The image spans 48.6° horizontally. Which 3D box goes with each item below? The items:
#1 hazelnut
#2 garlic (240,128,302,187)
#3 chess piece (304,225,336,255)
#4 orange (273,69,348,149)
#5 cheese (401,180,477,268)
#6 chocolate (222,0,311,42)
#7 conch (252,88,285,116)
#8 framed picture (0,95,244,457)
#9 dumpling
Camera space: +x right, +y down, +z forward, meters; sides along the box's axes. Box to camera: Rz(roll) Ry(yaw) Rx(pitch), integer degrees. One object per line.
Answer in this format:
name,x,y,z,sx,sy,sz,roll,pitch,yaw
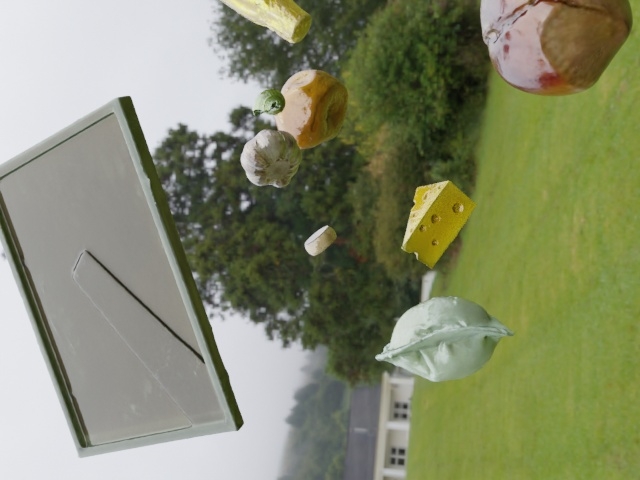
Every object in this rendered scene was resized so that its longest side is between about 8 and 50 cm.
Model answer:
hazelnut,0.539,-0.516,1.669,0.315,0.372,0.373,-21,-59,-33
garlic,-0.118,-0.197,1.668,0.159,0.147,0.102,28,-153,-52
chess piece,0.000,0.000,1.731,0.038,0.083,0.084,49,-159,-8
orange,-0.040,-0.375,2.063,0.249,0.183,0.249,-49,-28,-38
cheese,0.245,-0.031,1.563,0.126,0.093,0.171,-8,51,63
chocolate,-0.208,-0.675,1.904,0.162,0.445,0.162,-43,-17,-16
conch,-0.128,-0.333,1.752,0.074,0.089,0.121,50,-178,-20
framed picture,-0.297,0.070,0.970,0.028,0.326,0.446,-21,-87,-57
dumpling,0.296,0.247,1.823,0.321,0.270,0.212,-55,27,32
